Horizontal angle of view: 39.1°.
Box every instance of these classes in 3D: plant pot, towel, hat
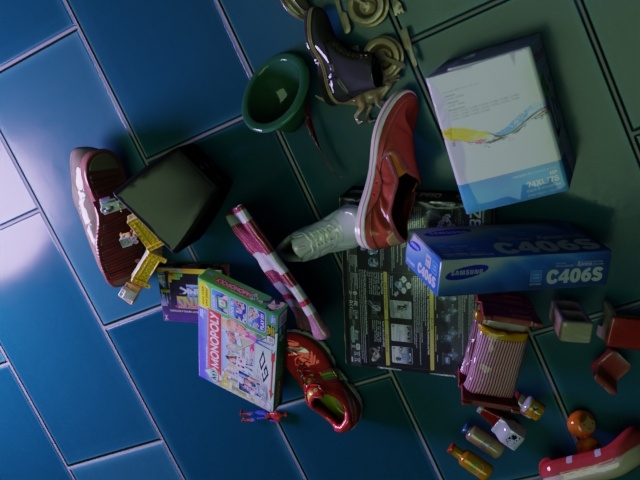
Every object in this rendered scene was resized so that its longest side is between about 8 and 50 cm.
[{"bbox_3d":[-0.303,-0.107,1.974,0.188,0.187,0.167,46,105,-1],"label":"plant pot"},{"bbox_3d":[-0.097,0.067,1.942,0.037,0.237,0.329,-35,96,-9],"label":"towel"},{"bbox_3d":[-0.047,-0.263,1.906,0.173,0.183,0.208,4,73,39],"label":"hat"}]

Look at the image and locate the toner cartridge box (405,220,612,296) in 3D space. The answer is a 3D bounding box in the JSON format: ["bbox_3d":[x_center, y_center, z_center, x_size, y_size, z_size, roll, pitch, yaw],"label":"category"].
[{"bbox_3d":[0.353,0.031,1.709,0.348,0.165,0.075,-3,111,-16],"label":"toner cartridge box"}]

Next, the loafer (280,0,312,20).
[{"bbox_3d":[-0.060,-0.502,1.805,0.148,0.056,0.050,48,123,-3],"label":"loafer"}]

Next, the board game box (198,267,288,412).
[{"bbox_3d":[-0.179,0.231,2.047,0.214,0.046,0.317,22,132,20],"label":"board game box"}]

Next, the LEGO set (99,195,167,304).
[{"bbox_3d":[-0.417,0.004,2.080,0.132,0.107,0.287,-7,125,-4],"label":"LEGO set"}]

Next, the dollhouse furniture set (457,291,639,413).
[{"bbox_3d":[0.471,0.228,1.779,0.374,0.152,0.201,7,109,0],"label":"dollhouse furniture set"}]

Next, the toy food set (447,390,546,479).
[{"bbox_3d":[0.381,0.398,1.953,0.105,0.111,0.232,34,119,4],"label":"toy food set"}]

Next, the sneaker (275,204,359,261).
[{"bbox_3d":[0.000,0.000,1.846,0.232,0.115,0.090,-28,88,42],"label":"sneaker"}]

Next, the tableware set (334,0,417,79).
[{"bbox_3d":[0.105,-0.412,1.772,0.128,0.039,0.194,-16,93,23],"label":"tableware set"}]

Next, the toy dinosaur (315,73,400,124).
[{"bbox_3d":[0.089,-0.286,1.847,0.183,0.053,0.092,-15,87,21],"label":"toy dinosaur"}]

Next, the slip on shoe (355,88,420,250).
[{"bbox_3d":[0.154,-0.139,1.773,0.101,0.123,0.331,5,76,32],"label":"slip on shoe"}]

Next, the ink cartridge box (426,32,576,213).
[{"bbox_3d":[0.343,-0.222,1.690,0.197,0.198,0.270,-13,105,23],"label":"ink cartridge box"}]

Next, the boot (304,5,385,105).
[{"bbox_3d":[0.053,-0.376,1.769,0.137,0.077,0.197,-10,103,42],"label":"boot"}]

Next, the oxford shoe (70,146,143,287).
[{"bbox_3d":[-0.505,-0.060,2.111,0.130,0.123,0.348,20,123,44],"label":"oxford shoe"}]

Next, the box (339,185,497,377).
[{"bbox_3d":[0.206,0.089,1.910,0.318,0.097,0.394,4,110,20],"label":"box"}]

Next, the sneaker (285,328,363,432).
[{"bbox_3d":[-0.008,0.320,2.055,0.279,0.118,0.107,47,116,-2],"label":"sneaker"}]

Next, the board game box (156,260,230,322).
[{"bbox_3d":[-0.293,0.123,2.120,0.170,0.048,0.141,1,109,19],"label":"board game box"}]

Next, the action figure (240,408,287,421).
[{"bbox_3d":[-0.135,0.423,2.188,0.115,0.030,0.038,-2,114,14],"label":"action figure"}]

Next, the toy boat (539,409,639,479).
[{"bbox_3d":[0.568,0.432,1.905,0.231,0.151,0.151,-22,72,25],"label":"toy boat"}]
